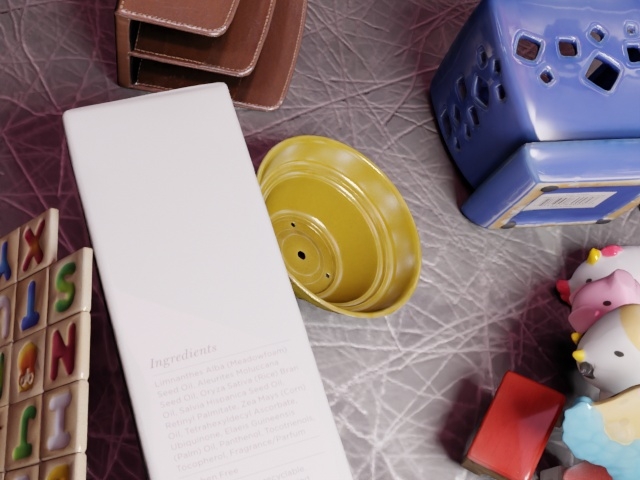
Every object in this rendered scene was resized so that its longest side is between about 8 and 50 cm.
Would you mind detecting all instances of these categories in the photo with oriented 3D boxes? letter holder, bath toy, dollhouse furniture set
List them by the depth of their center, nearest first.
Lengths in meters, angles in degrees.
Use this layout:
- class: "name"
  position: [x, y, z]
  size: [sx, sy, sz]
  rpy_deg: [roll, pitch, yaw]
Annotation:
- class: "dollhouse furniture set"
  position: [0.182, 0.317, 0.790]
  size: [0.201, 0.152, 0.374]
  rpy_deg: [24, 71, 19]
- class: "bath toy"
  position: [0.309, 0.101, 0.894]
  size: [0.129, 0.151, 0.348]
  rpy_deg: [1, 25, 15]
- class: "letter holder"
  position: [-0.112, -0.330, 1.048]
  size: [0.215, 0.152, 0.301]
  rpy_deg: [10, 67, -8]

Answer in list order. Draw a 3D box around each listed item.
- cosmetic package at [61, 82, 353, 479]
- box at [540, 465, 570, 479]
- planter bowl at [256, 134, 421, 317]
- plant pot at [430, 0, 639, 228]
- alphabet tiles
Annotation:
- class: "cosmetic package"
  position: [-0.112, 0.108, 0.828]
  size: [0.162, 0.230, 0.453]
  rpy_deg: [-14, 72, -15]
- class: "box"
  position: [0.383, 0.376, 0.895]
  size: [0.322, 0.058, 0.232]
  rpy_deg: [10, 67, -4]
- class: "planter bowl"
  position: [0.000, 0.000, 0.948]
  size: [0.217, 0.090, 0.217]
  rpy_deg: [19, 54, -28]
- class: "plant pot"
  position: [0.276, -0.138, 0.996]
  size: [0.236, 0.236, 0.212]
  rpy_deg: [-3, 75, -11]
- class: "alphabet tiles"
  position: [-0.290, 0.154, 0.775]
  size: [0.011, 0.285, 0.342]
  rpy_deg: [18, 60, -44]
